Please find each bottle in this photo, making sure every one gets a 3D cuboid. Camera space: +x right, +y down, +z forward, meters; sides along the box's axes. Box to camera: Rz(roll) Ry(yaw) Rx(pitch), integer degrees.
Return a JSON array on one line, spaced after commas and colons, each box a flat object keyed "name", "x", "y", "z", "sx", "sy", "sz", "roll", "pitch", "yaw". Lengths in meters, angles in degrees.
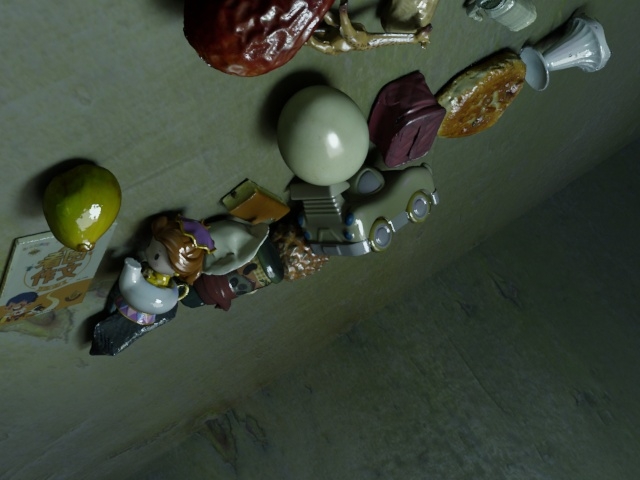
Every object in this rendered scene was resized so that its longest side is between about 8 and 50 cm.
[{"name": "bottle", "x": -0.233, "y": 0.094, "z": 1.919, "sx": 0.271, "sy": 0.156, "sz": 0.143, "roll": -22, "pitch": 177, "yaw": 10}]

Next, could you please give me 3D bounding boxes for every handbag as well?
[{"name": "handbag", "x": -0.467, "y": 0.209, "z": 1.909, "sx": 0.270, "sy": 0.088, "sz": 0.175, "roll": -33, "pitch": 179, "yaw": -17}, {"name": "handbag", "x": 0.205, "y": -0.281, "z": 1.820, "sx": 0.146, "sy": 0.135, "sz": 0.225, "roll": -23, "pitch": 159, "yaw": -21}]

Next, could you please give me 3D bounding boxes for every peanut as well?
[{"name": "peanut", "x": 0.188, "y": -0.472, "z": 1.408, "sx": 0.104, "sy": 0.085, "sz": 0.228, "roll": 0, "pitch": 143, "yaw": -31}]

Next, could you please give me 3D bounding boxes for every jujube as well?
[{"name": "jujube", "x": -0.085, "y": -0.348, "z": 1.084, "sx": 0.243, "sy": 0.183, "sz": 0.183, "roll": -41, "pitch": 161, "yaw": 14}]

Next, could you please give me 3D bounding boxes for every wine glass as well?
[{"name": "wine glass", "x": 0.654, "y": -0.498, "z": 2.038, "sx": 0.196, "sy": 0.165, "sz": 0.165, "roll": -28, "pitch": 160, "yaw": -10}]

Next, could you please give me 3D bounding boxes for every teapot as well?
[{"name": "teapot", "x": 0.397, "y": -0.518, "z": 1.681, "sx": 0.107, "sy": 0.077, "sz": 0.200, "roll": -23, "pitch": 169, "yaw": 31}]

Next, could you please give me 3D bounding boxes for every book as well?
[{"name": "book", "x": -0.549, "y": 0.068, "z": 1.545, "sx": 0.208, "sy": 0.020, "sz": 0.295, "roll": -16, "pitch": 153, "yaw": -42}]

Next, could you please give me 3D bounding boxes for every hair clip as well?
[{"name": "hair clip", "x": -0.475, "y": 0.124, "z": 1.792, "sx": 0.070, "sy": 0.039, "sz": 0.229, "roll": -15, "pitch": 157, "yaw": -45}]

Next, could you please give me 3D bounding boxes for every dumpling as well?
[{"name": "dumpling", "x": -0.234, "y": 0.026, "z": 1.763, "sx": 0.216, "sy": 0.166, "sz": 0.126, "roll": 6, "pitch": 120, "yaw": -4}]

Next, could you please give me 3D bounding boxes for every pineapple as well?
[{"name": "pineapple", "x": 0.000, "y": 0.000, "z": 2.097, "sx": 0.361, "sy": 0.175, "sz": 0.175, "roll": -17, "pitch": 154, "yaw": -40}]

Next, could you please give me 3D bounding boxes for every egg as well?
[{"name": "egg", "x": 0.004, "y": -0.216, "z": 1.544, "sx": 0.188, "sy": 0.188, "sz": 0.253, "roll": -33, "pitch": 158, "yaw": -6}]

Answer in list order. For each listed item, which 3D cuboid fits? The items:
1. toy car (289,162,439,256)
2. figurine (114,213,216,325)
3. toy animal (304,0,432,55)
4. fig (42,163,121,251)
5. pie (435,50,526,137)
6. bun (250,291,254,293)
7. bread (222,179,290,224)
[{"name": "toy car", "x": 0.110, "y": -0.113, "z": 1.940, "sx": 0.336, "sy": 0.226, "sz": 0.242, "roll": -36, "pitch": -157, "yaw": -34}, {"name": "figurine", "x": -0.338, "y": 0.054, "z": 1.646, "sx": 0.189, "sy": 0.142, "sz": 0.263, "roll": 17, "pitch": 115, "yaw": -51}, {"name": "toy animal", "x": 0.073, "y": -0.377, "z": 1.378, "sx": 0.275, "sy": 0.054, "sz": 0.149, "roll": 8, "pitch": 151, "yaw": -34}, {"name": "fig", "x": -0.416, "y": -0.062, "z": 1.319, "sx": 0.136, "sy": 0.121, "sz": 0.153, "roll": -9, "pitch": 125, "yaw": -43}, {"name": "pie", "x": 0.428, "y": -0.382, "z": 2.033, "sx": 0.315, "sy": 0.092, "sz": 0.315, "roll": -30, "pitch": 159, "yaw": -13}, {"name": "bun", "x": -0.209, "y": 0.116, "z": 2.163, "sx": 0.115, "sy": 0.069, "sz": 0.115, "roll": -30, "pitch": 160, "yaw": -12}, {"name": "bread", "x": -0.150, "y": -0.083, "z": 1.817, "sx": 0.088, "sy": 0.049, "sz": 0.226, "roll": -38, "pitch": 162, "yaw": 8}]
